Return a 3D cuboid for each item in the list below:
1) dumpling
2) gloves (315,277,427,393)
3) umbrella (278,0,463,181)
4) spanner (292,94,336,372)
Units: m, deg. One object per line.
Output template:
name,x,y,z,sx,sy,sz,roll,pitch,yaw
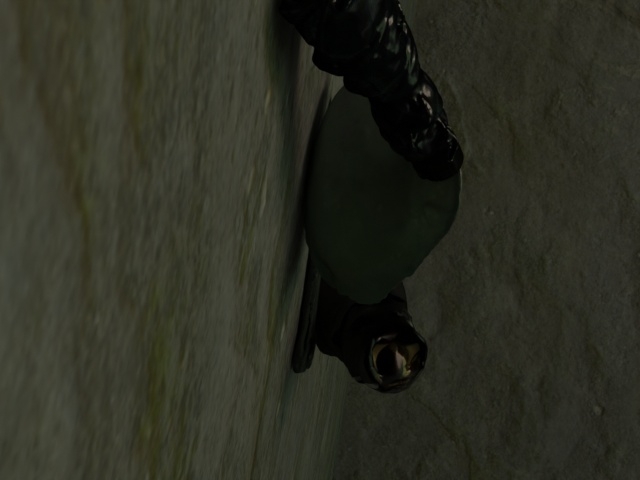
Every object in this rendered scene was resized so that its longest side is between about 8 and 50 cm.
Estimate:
dumpling,0.063,-0.050,0.692,0.105,0.149,0.216,10,91,-67
gloves,0.051,0.076,0.907,0.142,0.119,0.285,-59,-171,6
umbrella,0.042,-0.112,0.536,0.224,0.071,0.080,45,55,-50
spanner,0.000,0.000,0.820,0.071,0.018,0.301,-58,157,-73
